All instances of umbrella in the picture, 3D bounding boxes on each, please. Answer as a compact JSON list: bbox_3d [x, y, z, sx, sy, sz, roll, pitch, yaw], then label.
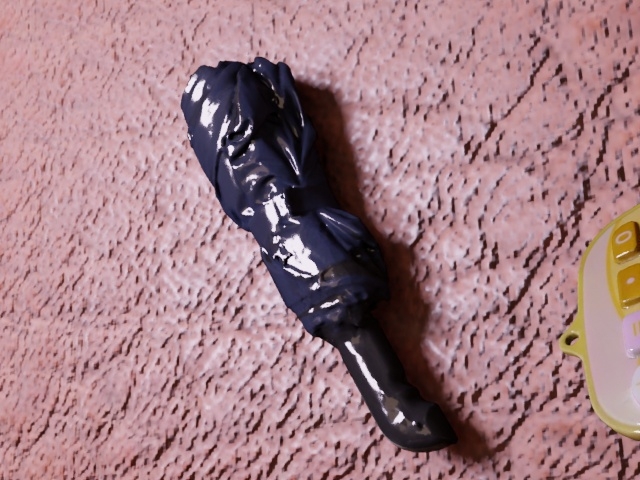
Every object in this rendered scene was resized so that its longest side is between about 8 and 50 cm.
[{"bbox_3d":[-0.006,0.004,0.643,0.071,0.071,0.248,-34,65,20],"label":"umbrella"}]

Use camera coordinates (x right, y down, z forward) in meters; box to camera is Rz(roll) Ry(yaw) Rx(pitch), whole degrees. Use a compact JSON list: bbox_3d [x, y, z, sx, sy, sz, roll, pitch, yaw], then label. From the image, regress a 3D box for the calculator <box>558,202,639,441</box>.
[{"bbox_3d":[0.207,0.006,0.504,0.237,0.033,0.157,-23,35,25],"label":"calculator"}]
